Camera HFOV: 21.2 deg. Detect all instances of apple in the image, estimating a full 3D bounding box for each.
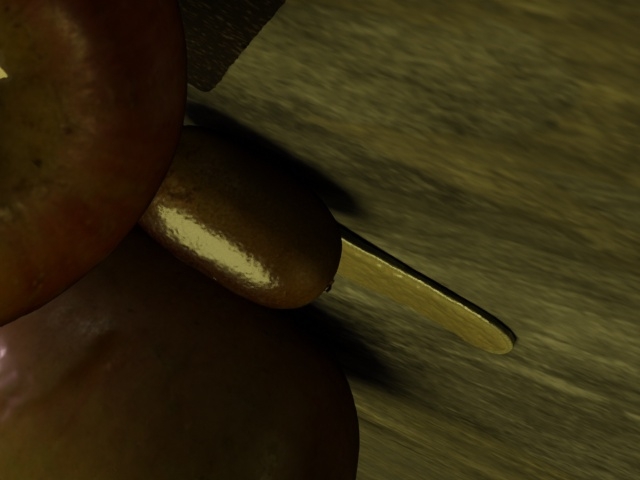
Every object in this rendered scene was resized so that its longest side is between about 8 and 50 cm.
[{"bbox_3d":[-0.148,0.160,1.242,0.339,0.305,0.338,29,169,6],"label":"apple"},{"bbox_3d":[-0.183,-0.077,0.636,0.242,0.242,0.241,42,175,-40],"label":"apple"}]

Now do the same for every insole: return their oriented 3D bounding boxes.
[{"bbox_3d":[0.000,0.000,0.964,0.248,0.011,0.081,30,166,1],"label":"insole"}]

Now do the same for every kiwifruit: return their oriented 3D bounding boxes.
[{"bbox_3d":[-0.044,-0.013,0.884,0.124,0.075,0.075,35,167,1],"label":"kiwifruit"}]

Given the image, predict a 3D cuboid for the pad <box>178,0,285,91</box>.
[{"bbox_3d":[-0.166,-0.172,0.709,0.330,0.004,0.220,33,167,-9],"label":"pad"}]
